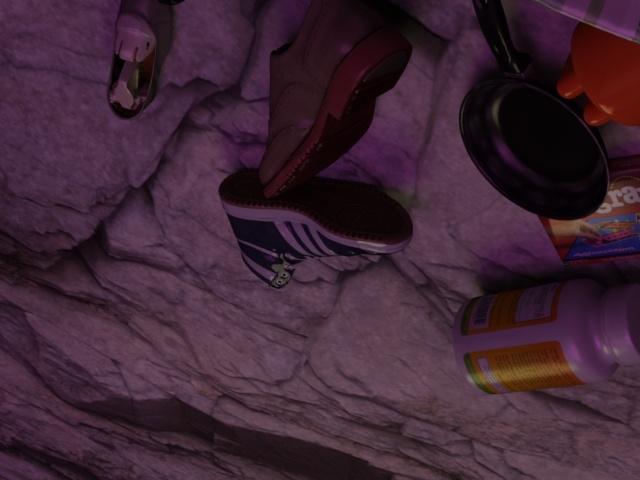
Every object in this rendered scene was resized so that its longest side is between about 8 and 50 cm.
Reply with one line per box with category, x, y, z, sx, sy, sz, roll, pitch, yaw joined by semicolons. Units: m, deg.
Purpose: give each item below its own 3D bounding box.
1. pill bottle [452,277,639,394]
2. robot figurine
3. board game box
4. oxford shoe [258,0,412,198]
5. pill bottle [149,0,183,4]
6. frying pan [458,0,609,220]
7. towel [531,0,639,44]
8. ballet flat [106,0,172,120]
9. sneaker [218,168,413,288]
pill bottle;0.309;0.124;1.437;0.245;0.136;0.136;-14;128;39
robot figurine;0.336;-0.193;1.068;0.219;0.128;0.158;-32;73;47
board game box;0.395;-0.040;1.292;0.281;0.027;0.145;-9;129;36
oxford shoe;-0.009;-0.174;1.319;0.130;0.123;0.348;52;143;10
pill bottle;-0.247;-0.341;1.221;0.219;0.123;0.123;14;140;13
frying pan;0.209;-0.157;1.226;0.326;0.053;0.197;54;151;-16
towel;0.360;-0.271;0.938;0.324;0.038;0.248;23;107;4
ballet flat;-0.231;-0.232;1.380;0.072;0.068;0.213;23;141;3
sneaker;0.000;0.000;1.493;0.282;0.099;0.153;14;136;25
